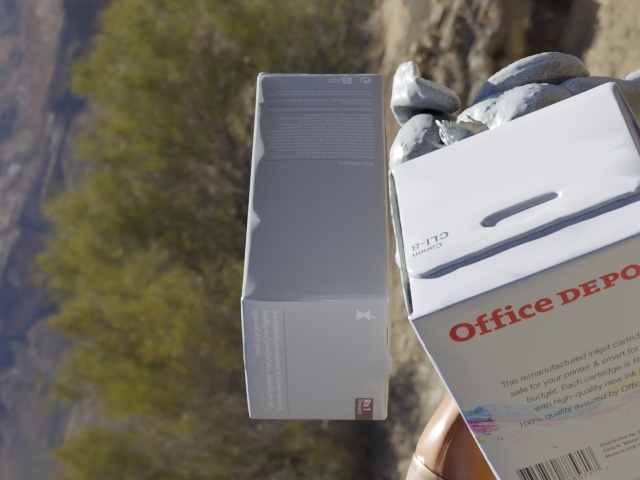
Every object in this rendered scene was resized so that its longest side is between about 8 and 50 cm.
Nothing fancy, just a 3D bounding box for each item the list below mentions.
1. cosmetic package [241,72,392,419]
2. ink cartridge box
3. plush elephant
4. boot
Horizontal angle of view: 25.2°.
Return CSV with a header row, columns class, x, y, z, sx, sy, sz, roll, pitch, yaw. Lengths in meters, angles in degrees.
class,x,y,z,sx,sy,sz,roll,pitch,yaw
cosmetic package,0.000,0.000,1.008,0.238,0.107,0.127,-85,-5,-48
ink cartridge box,0.127,0.038,0.713,0.127,0.128,0.176,-95,-20,-53
plush elephant,0.197,-0.086,1.659,0.255,0.330,0.272,2,85,55
boot,0.170,0.141,1.169,0.109,0.283,0.220,31,105,34
